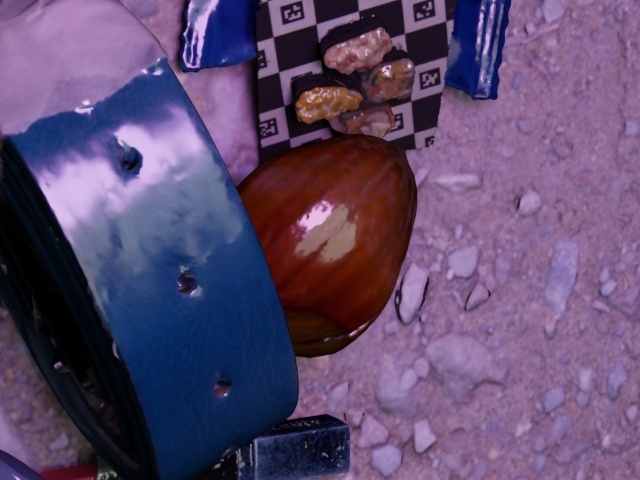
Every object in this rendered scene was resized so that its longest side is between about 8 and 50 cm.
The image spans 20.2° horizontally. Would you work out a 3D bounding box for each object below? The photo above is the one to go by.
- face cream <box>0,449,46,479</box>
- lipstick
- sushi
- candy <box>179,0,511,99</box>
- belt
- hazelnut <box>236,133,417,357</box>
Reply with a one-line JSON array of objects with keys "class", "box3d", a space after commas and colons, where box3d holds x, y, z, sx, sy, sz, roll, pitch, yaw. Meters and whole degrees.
[{"class": "face cream", "box3d": [-0.365, 0.351, 1.529, 0.135, 0.086, 0.385, 37, 86, -27]}, {"class": "lipstick", "box3d": [-0.121, 0.206, 1.654, 0.312, 0.051, 0.051, -5, 104, -26]}, {"class": "sushi", "box3d": [0.037, -0.140, 1.605, 0.192, 0.040, 0.210, -11, 134, -16]}, {"class": "candy", "box3d": [0.034, -0.227, 1.638, 0.331, 0.077, 0.187, 5, 96, -27]}, {"class": "belt", "box3d": [-0.170, -0.004, 1.436, 0.173, 0.300, 0.436, -35, 118, -19]}, {"class": "hazelnut", "box3d": [0.002, 0.002, 1.597, 0.181, 0.212, 0.181, -8, 73, 0]}]
